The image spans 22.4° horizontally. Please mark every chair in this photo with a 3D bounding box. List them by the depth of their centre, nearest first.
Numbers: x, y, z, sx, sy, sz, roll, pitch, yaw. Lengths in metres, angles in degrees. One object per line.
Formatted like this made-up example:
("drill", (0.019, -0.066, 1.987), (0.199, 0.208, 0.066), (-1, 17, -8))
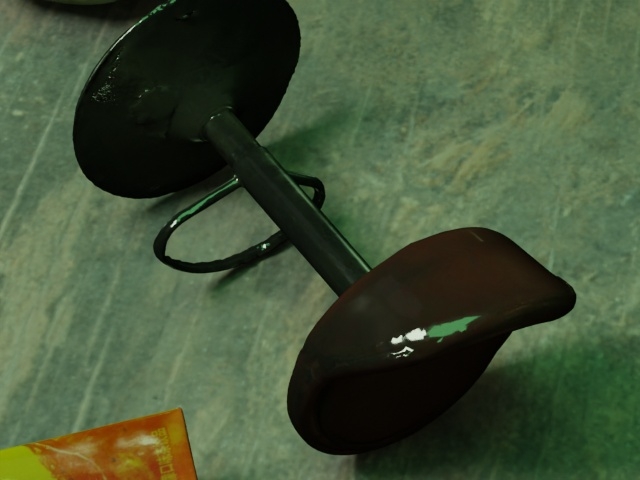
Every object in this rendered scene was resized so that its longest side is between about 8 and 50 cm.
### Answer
("chair", (0.000, 0.000, 1.251), (0.226, 0.226, 0.401), (-30, 56, -20))

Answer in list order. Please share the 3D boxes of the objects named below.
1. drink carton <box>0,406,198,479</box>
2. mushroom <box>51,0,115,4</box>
("drink carton", (-0.250, 0.242, 1.142), (0.351, 0.111, 0.154), (-12, 53, -8))
("mushroom", (-0.215, -0.400, 1.509), (0.314, 0.336, 0.314), (4, 48, -5))
